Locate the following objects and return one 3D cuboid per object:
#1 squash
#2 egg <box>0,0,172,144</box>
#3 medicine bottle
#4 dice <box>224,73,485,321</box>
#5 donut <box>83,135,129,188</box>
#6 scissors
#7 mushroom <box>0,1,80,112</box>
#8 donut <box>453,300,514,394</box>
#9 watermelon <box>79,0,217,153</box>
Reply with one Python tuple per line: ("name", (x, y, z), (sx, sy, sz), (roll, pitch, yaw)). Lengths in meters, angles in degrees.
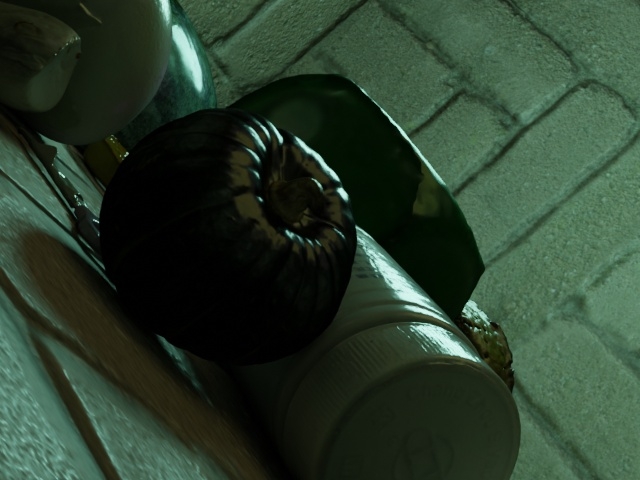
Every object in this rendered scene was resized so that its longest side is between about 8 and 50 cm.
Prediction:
("squash", (-0.069, -0.004, 1.093), (0.218, 0.172, 0.218), (29, 22, -13))
("egg", (-0.234, -0.191, 1.345), (0.183, 0.183, 0.217), (50, -30, 33))
("medicine bottle", (0.030, 0.116, 1.224), (0.190, 0.190, 0.332), (50, 1, -28))
("dice", (0.000, 0.000, 1.671), (0.300, 0.297, 0.287), (49, -2, 35))
("donut", (-0.230, -0.079, 1.564), (0.097, 0.043, 0.108), (50, 1, -24))
("scissors", (-0.207, -0.032, 1.194), (0.212, 0.021, 0.110), (52, -1, 29))
("mushroom", (-0.308, -0.201, 1.220), (0.223, 0.092, 0.081), (42, 18, 18))
("donut", (0.111, 0.177, 1.772), (0.107, 0.272, 0.272), (29, 17, -53))
("watermelon", (-0.263, -0.158, 1.719), (0.289, 0.213, 0.320), (-32, 123, -59))
